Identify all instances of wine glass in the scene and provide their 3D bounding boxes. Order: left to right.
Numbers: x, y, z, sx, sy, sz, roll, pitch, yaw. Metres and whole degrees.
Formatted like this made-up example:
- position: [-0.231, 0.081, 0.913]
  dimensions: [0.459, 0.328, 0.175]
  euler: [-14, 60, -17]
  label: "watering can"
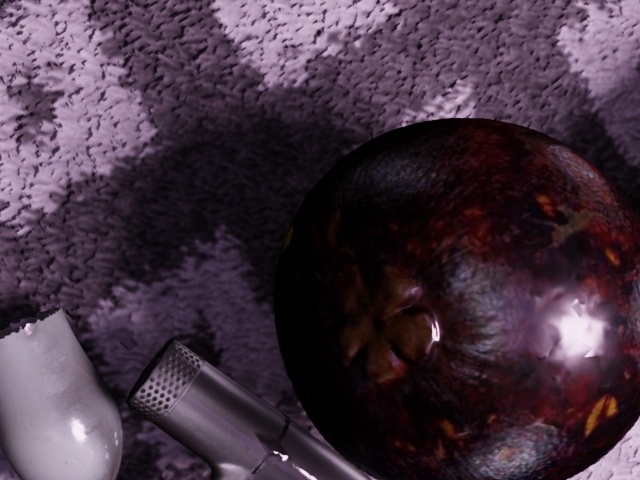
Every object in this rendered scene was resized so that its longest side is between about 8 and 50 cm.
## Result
- position: [-0.201, 0.156, 0.682]
  dimensions: [0.093, 0.093, 0.202]
  euler: [-23, 95, -7]
  label: "wine glass"

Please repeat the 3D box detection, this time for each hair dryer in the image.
- position: [-0.046, 0.269, 0.672]
  dimensions: [0.320, 0.156, 0.284]
  euler: [28, 85, -10]
  label: "hair dryer"

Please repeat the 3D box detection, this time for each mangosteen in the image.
- position: [0.108, 0.045, 0.628]
  dimensions: [0.288, 0.288, 0.288]
  euler: [0, 92, -9]
  label: "mangosteen"
